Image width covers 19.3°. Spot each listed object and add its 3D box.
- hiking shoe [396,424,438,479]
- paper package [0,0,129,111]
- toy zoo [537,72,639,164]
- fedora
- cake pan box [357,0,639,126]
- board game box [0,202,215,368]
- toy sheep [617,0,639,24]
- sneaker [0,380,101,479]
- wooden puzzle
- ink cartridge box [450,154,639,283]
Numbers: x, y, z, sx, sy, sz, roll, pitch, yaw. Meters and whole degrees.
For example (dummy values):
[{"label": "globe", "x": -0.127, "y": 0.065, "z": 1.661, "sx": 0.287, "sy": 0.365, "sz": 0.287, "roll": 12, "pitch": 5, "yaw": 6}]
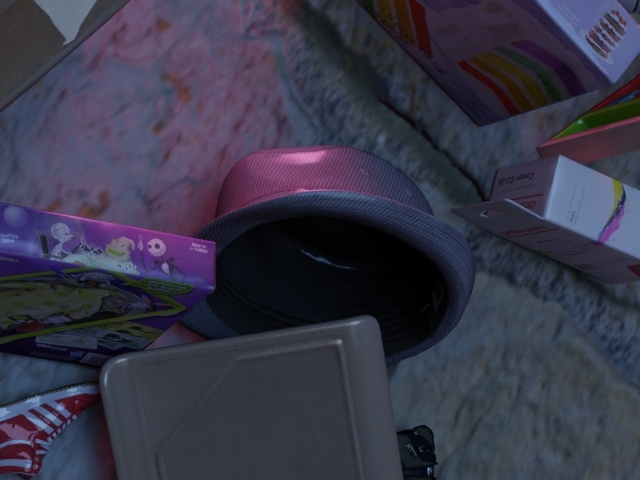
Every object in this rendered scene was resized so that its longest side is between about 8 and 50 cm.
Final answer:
[{"label": "hiking shoe", "x": 0.079, "y": 0.224, "z": 1.684, "sx": 0.114, "sy": 0.086, "sz": 0.227, "roll": -45, "pitch": 102, "yaw": -19}, {"label": "paper package", "x": -0.273, "y": -0.190, "z": 1.432, "sx": 0.309, "sy": 0.325, "sz": 0.168, "roll": -44, "pitch": 102, "yaw": -23}, {"label": "toy zoo", "x": 0.366, "y": -0.163, "z": 1.809, "sx": 0.293, "sy": 0.192, "sz": 0.030, "roll": -35, "pitch": 100, "yaw": -25}, {"label": "fedora", "x": 0.000, "y": 0.000, "z": 1.625, "sx": 0.275, "sy": 0.244, "sz": 0.124, "roll": 15, "pitch": 48, "yaw": -21}, {"label": "cake pan box", "x": 0.130, "y": -0.229, "z": 1.674, "sx": 0.267, "sy": 0.245, "sz": 0.070, "roll": 45, "pitch": 67, "yaw": -15}, {"label": "board game box", "x": -0.280, "y": 0.027, "z": 1.468, "sx": 0.346, "sy": 0.208, "sz": 0.056, "roll": 11, "pitch": 68, "yaw": -25}, {"label": "toy sheep", "x": 0.300, "y": -0.267, "z": 1.848, "sx": 0.091, "sy": 0.091, "sz": 0.132, "roll": 6, "pitch": 74, "yaw": -25}, {"label": "sneaker", "x": -0.226, "y": 0.160, "z": 1.569, "sx": 0.118, "sy": 0.042, "sz": 0.067, "roll": -17, "pitch": 87, "yaw": -19}, {"label": "wooden puzzle", "x": -0.053, "y": 0.181, "z": 1.591, "sx": 0.238, "sy": 0.044, "sz": 0.221, "roll": -10, "pitch": 107, "yaw": -4}, {"label": "ink cartridge box", "x": 0.236, "y": -0.025, "z": 1.772, "sx": 0.198, "sy": 0.115, "sz": 0.067, "roll": 22, "pitch": 76, "yaw": -22}]
